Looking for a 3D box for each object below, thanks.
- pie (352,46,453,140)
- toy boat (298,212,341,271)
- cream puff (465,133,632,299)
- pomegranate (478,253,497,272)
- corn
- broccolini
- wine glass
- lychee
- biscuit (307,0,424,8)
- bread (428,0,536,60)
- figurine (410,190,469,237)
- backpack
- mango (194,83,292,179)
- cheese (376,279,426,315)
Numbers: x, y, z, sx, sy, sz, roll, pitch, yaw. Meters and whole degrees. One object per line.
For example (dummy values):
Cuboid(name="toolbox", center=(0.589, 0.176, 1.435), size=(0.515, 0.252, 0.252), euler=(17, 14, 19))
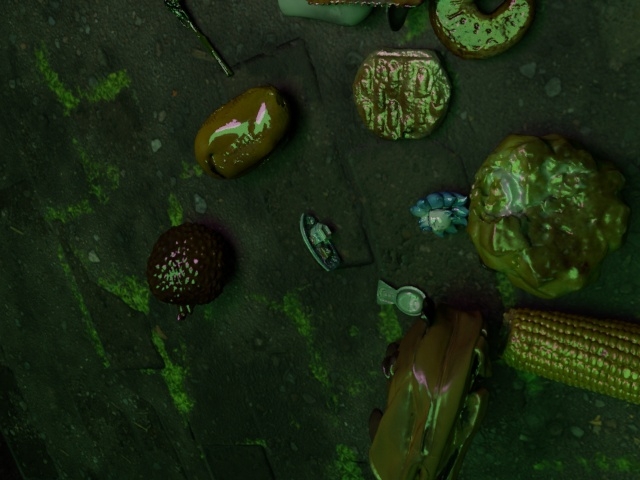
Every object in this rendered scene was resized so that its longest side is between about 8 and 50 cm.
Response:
Cuboid(name="pie", center=(0.152, -0.272, 1.179), size=(0.195, 0.046, 0.195), euler=(10, 112, 26))
Cuboid(name="toy boat", center=(0.000, 0.000, 1.361), size=(0.066, 0.059, 0.140), euler=(-33, 90, 46))
Cuboid(name="cream puff", center=(0.372, -0.045, 1.059), size=(0.281, 0.185, 0.282), euler=(0, 90, 6))
Cuboid(name="pomegranate", center=(0.337, 0.032, 1.182), size=(0.073, 0.073, 0.085), euler=(-21, 113, 34))
Cuboid(name="corn", center=(0.506, 0.207, 1.110), size=(0.386, 0.144, 0.144), euler=(9, 113, 25))
Cuboid(name="broccolini", center=(-0.264, -0.441, 1.359), size=(0.042, 0.044, 0.218), euler=(-35, 95, 19))
Cuboid(name="wine glass", center=(0.039, -0.444, 1.142), size=(0.230, 0.103, 0.103), euler=(16, 116, 26))
Cuboid(name="lychee", center=(-0.315, 0.073, 1.493), size=(0.200, 0.200, 0.239), euler=(11, 99, 26))
Cuboid(name="biscuit", center=(0.095, -0.507, 1.068), size=(0.231, 0.013, 0.237), euler=(12, 83, 25))
Cuboid(name="bread", center=(0.270, -0.401, 1.054), size=(0.193, 0.064, 0.194), euler=(8, 112, 20))
Cuboid(name="figurine", center=(0.237, -0.055, 1.194), size=(0.114, 0.079, 0.114), euler=(11, 137, 10))
Cuboid(name="backpack", center=(0.208, 0.289, 1.202), size=(0.201, 0.353, 0.378), euler=(15, 116, 9))
Cuboid(name="mango", center=(-0.162, -0.229, 1.314), size=(0.248, 0.155, 0.151), euler=(-36, 53, 34))
Cuboid(name="cheese", center=(0.176, 0.124, 1.331), size=(0.120, 0.026, 0.067), euler=(14, 115, 25))
